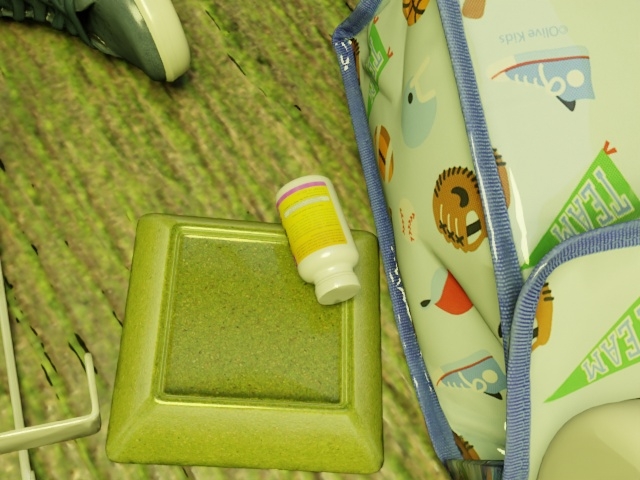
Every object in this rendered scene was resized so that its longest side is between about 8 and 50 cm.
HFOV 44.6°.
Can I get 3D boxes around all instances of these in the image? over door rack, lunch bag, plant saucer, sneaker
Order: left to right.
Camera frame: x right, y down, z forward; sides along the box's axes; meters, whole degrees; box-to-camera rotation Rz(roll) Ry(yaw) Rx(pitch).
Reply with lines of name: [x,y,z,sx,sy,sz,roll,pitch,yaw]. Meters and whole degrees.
over door rack: [-0.217,0.010,0.432,0.108,0.240,0.324,-22,67,-21]
sneaker: [-0.255,-0.217,0.620,0.350,0.131,0.148,42,71,19]
plant saucer: [-0.045,0.060,0.546,0.188,0.045,0.188,5,62,-7]
lunch bag: [0.215,-0.022,0.534,0.327,0.239,0.386,-7,80,-13]

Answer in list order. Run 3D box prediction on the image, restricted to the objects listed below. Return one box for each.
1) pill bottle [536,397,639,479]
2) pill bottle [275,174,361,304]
pill bottle: [0.293,0.156,0.381,0.333,0.188,0.188,-4,63,-12]
pill bottle: [0.000,0.000,0.532,0.043,0.043,0.083,-12,65,-15]
